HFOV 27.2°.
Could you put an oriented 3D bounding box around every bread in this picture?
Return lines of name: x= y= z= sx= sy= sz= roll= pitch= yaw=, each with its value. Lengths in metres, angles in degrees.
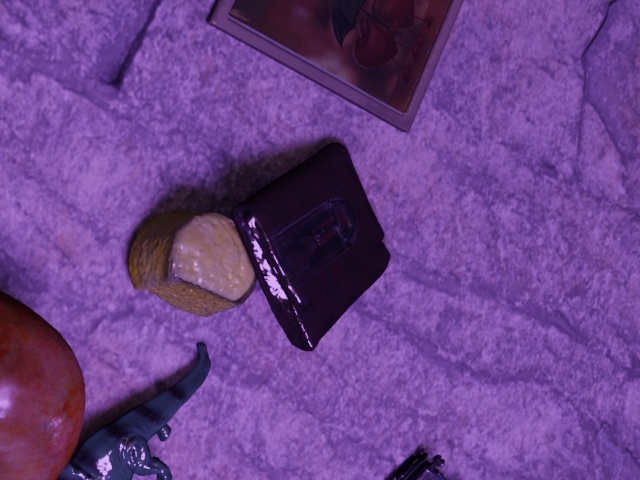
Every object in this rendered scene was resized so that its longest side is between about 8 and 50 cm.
bread: x=-0.138 y=0.021 z=1.472 sx=0.129 sy=0.114 sz=0.111 roll=20 pitch=78 yaw=-29

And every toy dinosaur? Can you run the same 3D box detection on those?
toy dinosaur: x=-0.207 y=0.245 z=1.472 sx=0.292 sy=0.079 sz=0.120 roll=-36 pitch=109 yaw=-23

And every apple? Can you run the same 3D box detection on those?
apple: x=-0.394 y=0.159 z=1.288 sx=0.302 sy=0.301 sz=0.301 roll=-2 pitch=94 yaw=-26

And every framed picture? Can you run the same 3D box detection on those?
framed picture: x=0.029 y=-0.287 z=1.585 sx=0.290 sy=0.020 sz=0.211 roll=27 pitch=81 yaw=-24

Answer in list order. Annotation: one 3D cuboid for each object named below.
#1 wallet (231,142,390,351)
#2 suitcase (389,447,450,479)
wallet: x=0.000 y=0.000 z=1.517 sx=0.229 sy=0.049 sz=0.182 roll=-41 pitch=110 yaw=-53
suitcase: x=0.116 y=0.331 z=1.642 sx=0.126 sy=0.059 sz=0.086 roll=-46 pitch=109 yaw=-16
